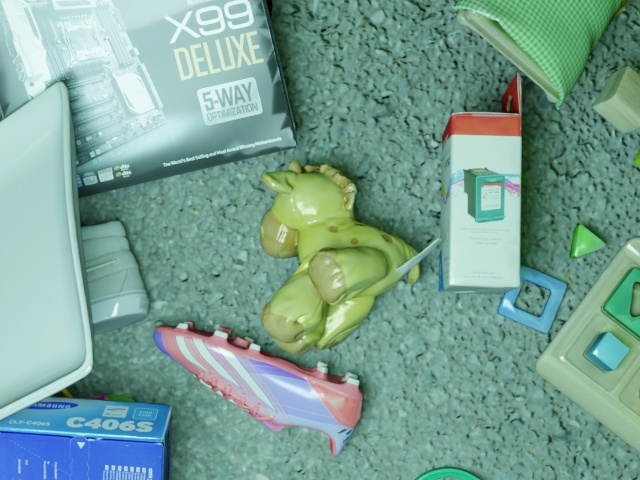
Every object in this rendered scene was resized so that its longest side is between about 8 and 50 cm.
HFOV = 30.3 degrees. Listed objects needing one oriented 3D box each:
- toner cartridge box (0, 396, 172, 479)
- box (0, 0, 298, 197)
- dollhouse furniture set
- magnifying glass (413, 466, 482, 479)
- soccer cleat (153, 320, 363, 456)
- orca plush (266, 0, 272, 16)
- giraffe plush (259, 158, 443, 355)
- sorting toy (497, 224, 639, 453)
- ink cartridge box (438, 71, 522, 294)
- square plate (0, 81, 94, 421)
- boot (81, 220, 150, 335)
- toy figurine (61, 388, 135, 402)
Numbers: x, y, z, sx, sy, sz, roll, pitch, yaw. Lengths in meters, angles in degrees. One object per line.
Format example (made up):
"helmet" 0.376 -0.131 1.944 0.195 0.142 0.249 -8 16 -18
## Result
"toner cartridge box" -0.241 0.333 1.220 0.165 0.075 0.347 4 110 -2
"box" -0.199 -0.189 1.297 0.308 0.076 0.242 -13 108 -1
"dollhouse furniture set" 0.322 -0.237 1.232 0.302 0.151 0.197 37 61 -13
"magnifying glass" 0.208 0.306 1.317 0.231 0.026 0.092 5 84 3
"soccer cleat" -0.074 0.159 1.306 0.248 0.083 0.095 18 90 0
"orca plush" -0.166 -0.360 1.341 0.151 0.102 0.287 -31 85 -2
"giraffe plush" 0.000 0.000 1.285 0.210 0.181 0.170 -36 71 -2
"sorting toy" 0.369 0.122 1.319 0.348 0.047 0.196 38 86 3
"ink cartridge box" 0.174 -0.060 1.294 0.078 0.134 0.230 1 84 1
"square plate" -0.359 0.055 1.214 0.344 0.049 0.347 -30 53 25
"boot" -0.328 0.060 1.319 0.258 0.095 0.123 -15 76 -7
"toy figurine" -0.301 0.154 1.256 0.173 0.130 0.159 -10 120 21
